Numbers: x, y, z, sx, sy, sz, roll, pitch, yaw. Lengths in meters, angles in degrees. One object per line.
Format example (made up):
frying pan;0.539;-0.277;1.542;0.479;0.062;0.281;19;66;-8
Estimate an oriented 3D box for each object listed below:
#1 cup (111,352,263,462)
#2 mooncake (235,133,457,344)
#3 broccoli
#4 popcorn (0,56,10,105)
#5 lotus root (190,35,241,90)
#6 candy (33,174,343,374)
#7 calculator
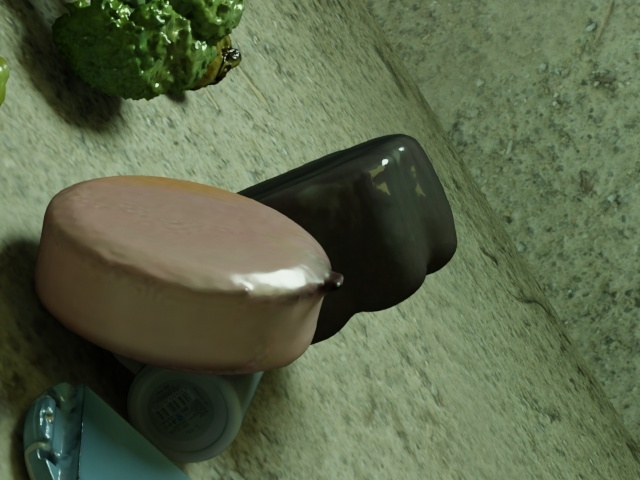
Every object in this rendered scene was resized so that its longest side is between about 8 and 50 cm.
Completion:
cup;-0.123;0.118;1.211;0.133;0.136;0.099;-70;168;-70
mooncake;0.000;0.000;1.426;0.154;0.306;0.306;65;15;-8
broccoli;-0.161;-0.290;1.502;0.186;0.302;0.254;18;1;15
popcorn;-0.312;-0.121;0.951;0.198;0.198;0.212;53;-17;-15
lotus root;-0.189;-0.266;1.738;0.190;0.094;0.108;44;14;-9
candy;-0.108;0.027;1.170;0.255;0.094;0.255;14;19;-5
calculator;-0.145;0.194;1.063;0.210;0.039;0.121;48;20;-32
